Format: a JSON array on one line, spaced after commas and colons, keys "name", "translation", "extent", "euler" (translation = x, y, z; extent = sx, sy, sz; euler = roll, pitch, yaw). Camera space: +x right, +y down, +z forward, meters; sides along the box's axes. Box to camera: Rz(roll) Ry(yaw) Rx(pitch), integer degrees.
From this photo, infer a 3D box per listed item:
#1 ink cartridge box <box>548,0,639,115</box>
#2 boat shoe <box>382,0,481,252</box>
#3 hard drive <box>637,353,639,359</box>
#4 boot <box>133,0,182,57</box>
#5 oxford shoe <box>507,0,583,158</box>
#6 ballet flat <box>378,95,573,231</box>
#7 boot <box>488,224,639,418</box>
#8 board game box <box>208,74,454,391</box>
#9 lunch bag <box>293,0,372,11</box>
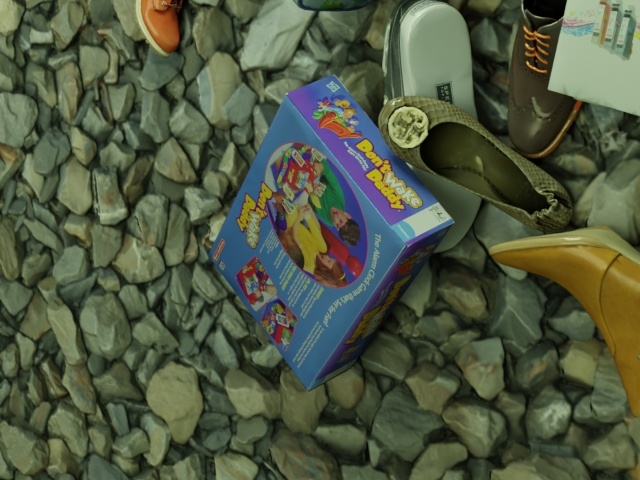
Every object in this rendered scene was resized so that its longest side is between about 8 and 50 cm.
[{"name": "ink cartridge box", "translation": [0.335, -0.227, 1.486], "extent": [0.127, 0.128, 0.176], "euler": [22, 112, 32]}, {"name": "boat shoe", "translation": [0.122, -0.138, 1.688], "extent": [0.102, 0.108, 0.301], "euler": [-142, 41, -62]}, {"name": "hard drive", "translation": [0.425, -0.021, 1.342], "extent": [0.064, 0.237, 0.339], "euler": [37, 103, 8]}, {"name": "boot", "translation": [-0.206, -0.328, 1.920], "extent": [0.085, 0.059, 0.158], "euler": [-10, 92, 33]}, {"name": "oxford shoe", "translation": [0.245, -0.220, 1.574], "extent": [0.097, 0.098, 0.271], "euler": [21, 111, 32]}, {"name": "ballet flat", "translation": [0.177, -0.084, 1.603], "extent": [0.250, 0.058, 0.084], "euler": [32, 104, -7]}, {"name": "boot", "translation": [0.328, 0.091, 1.568], "extent": [0.295, 0.104, 0.211], "euler": [-3, 97, 33]}, {"name": "board game box", "translation": [0.000, 0.000, 1.742], "extent": [0.233, 0.078, 0.347], "euler": [53, 144, 17]}, {"name": "lunch bag", "translation": [0.045, -0.368, 1.647], "extent": [0.090, 0.176, 0.219], "euler": [51, 124, 18]}]
